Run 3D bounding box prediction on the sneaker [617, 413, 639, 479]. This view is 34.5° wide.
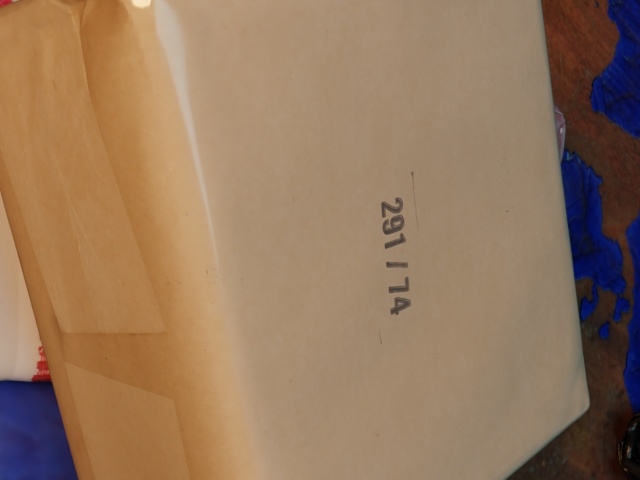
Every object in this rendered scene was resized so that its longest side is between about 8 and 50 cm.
[{"bbox_3d":[0.329,0.240,1.002,0.085,0.058,0.152,4,79,-49],"label":"sneaker"}]

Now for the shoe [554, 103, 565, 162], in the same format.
[{"bbox_3d":[0.153,-0.115,0.868,0.081,0.063,0.178,-42,120,-38],"label":"shoe"}]

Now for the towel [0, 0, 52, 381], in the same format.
[{"bbox_3d":[-0.127,-0.035,0.602,0.329,0.037,0.237,6,87,-44],"label":"towel"}]

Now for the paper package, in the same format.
[{"bbox_3d":[0.000,0.000,0.594,0.309,0.168,0.324,-24,110,-42],"label":"paper package"}]
